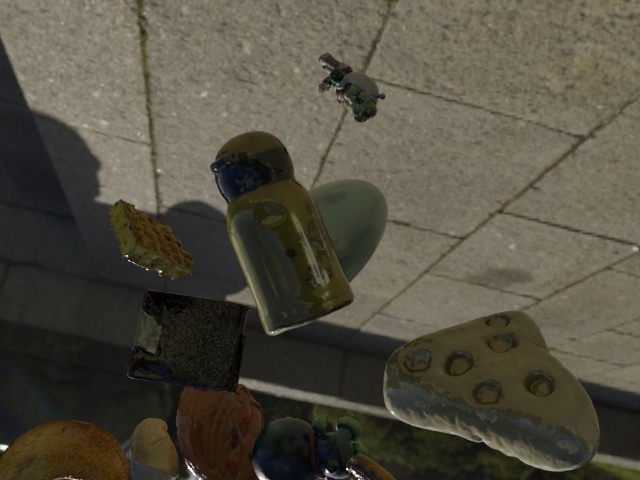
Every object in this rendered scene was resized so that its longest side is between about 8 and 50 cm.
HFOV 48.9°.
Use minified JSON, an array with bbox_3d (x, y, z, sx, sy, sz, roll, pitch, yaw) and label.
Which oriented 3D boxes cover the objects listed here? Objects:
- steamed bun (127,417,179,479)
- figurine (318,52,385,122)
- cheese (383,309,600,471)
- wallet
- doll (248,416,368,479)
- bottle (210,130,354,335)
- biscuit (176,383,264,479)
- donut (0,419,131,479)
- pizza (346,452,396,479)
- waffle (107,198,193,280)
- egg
[{"bbox_3d":[-0.507,0.624,2.034,0.110,0.213,0.231,19,132,-36],"label":"steamed bun"},{"bbox_3d":[0.055,-0.330,1.523,0.197,0.093,0.147,41,180,35],"label":"figurine"},{"bbox_3d":[0.289,0.289,1.275,0.328,0.351,0.130,-13,126,-4],"label":"cheese"},{"bbox_3d":[-0.310,0.240,1.681,0.262,0.221,0.071,11,165,-6],"label":"wallet"},{"bbox_3d":[-0.048,0.569,1.879,0.321,0.199,0.186,-14,-169,21],"label":"doll"},{"bbox_3d":[-0.076,-0.024,1.243,0.171,0.351,0.171,-20,178,-1],"label":"bottle"},{"bbox_3d":[-0.279,0.584,2.093,0.078,0.350,0.455,-6,136,28],"label":"biscuit"},{"bbox_3d":[-0.520,0.519,1.403,0.302,0.303,0.110,18,177,-20],"label":"donut"},{"bbox_3d":[0.132,0.622,1.711,0.147,0.226,0.069,11,-153,37],"label":"pizza"},{"bbox_3d":[-0.366,0.010,1.568,0.055,0.160,0.211,-43,140,11],"label":"waffle"},{"bbox_3d":[0.000,0.000,1.578,0.230,0.371,0.230,41,158,21],"label":"egg"}]
